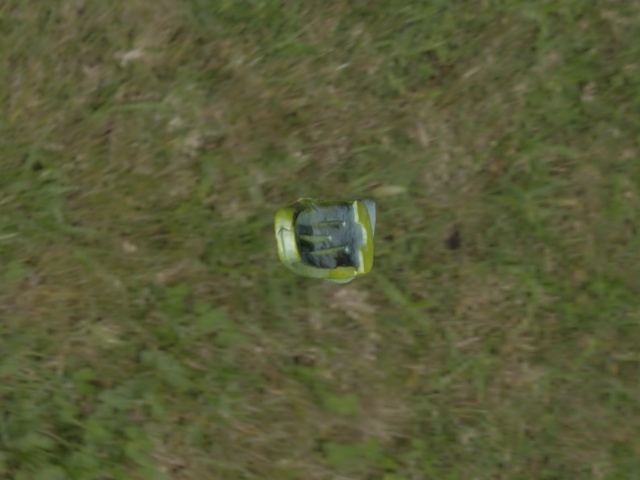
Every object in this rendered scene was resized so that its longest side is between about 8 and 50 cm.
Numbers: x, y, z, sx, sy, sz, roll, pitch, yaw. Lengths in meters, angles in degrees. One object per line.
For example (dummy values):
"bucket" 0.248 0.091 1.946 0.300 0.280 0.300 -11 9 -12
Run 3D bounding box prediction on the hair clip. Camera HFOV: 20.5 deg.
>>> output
"hair clip" 0.000 0.000 1.197 0.033 0.188 0.060 -6 88 20
